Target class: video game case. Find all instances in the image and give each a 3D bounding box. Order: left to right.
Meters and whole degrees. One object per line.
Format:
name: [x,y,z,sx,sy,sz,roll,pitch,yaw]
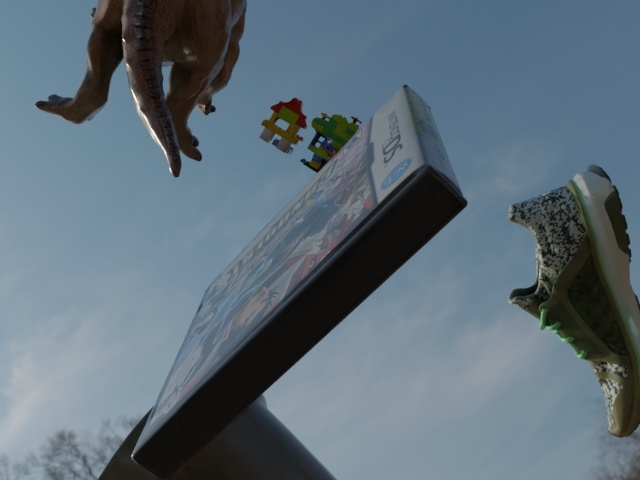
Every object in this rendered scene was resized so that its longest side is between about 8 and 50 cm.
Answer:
video game case: [-0.016,0.013,0.552,0.035,0.248,0.275,41,-71,-13]

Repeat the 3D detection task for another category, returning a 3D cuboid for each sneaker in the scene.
sneaker: [0.383,0.101,1.123,0.182,0.411,0.158,-12,2,12]

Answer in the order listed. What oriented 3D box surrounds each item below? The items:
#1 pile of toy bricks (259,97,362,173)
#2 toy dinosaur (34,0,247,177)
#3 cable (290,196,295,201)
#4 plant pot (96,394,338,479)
pile of toy bricks: [0.022,-0.153,1.156,0.105,0.212,0.118,-59,-7,6]
toy dinosaur: [-0.090,-0.178,0.505,0.127,0.296,0.200,27,-55,-15]
cable: [0.000,0.000,1.026,0.047,0.150,0.185,29,-106,-42]
plant pot: [-0.085,0.353,0.838,0.323,0.280,0.323,-53,-19,-28]
